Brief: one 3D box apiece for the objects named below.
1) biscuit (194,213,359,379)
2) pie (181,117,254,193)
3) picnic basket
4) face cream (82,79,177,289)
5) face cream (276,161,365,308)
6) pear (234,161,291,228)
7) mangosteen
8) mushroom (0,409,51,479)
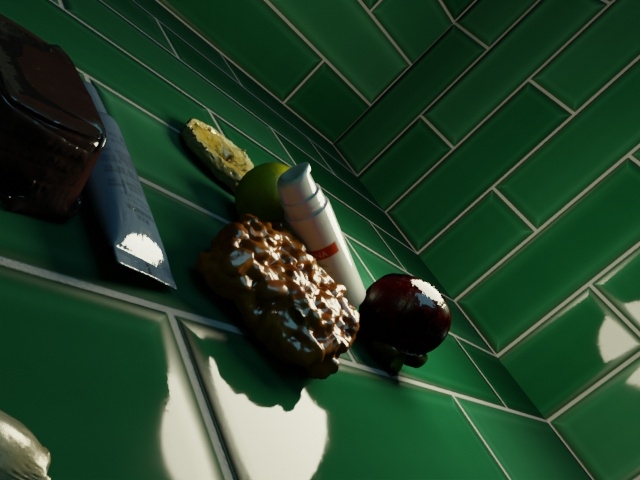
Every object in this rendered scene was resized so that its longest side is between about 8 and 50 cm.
[{"bbox_3d":[-0.062,0.088,1.012,0.312,0.110,0.318,47,13,0],"label":"biscuit"},{"bbox_3d":[-0.236,-0.202,1.413,0.274,0.055,0.274,43,14,-14],"label":"pie"},{"bbox_3d":[-0.402,-0.181,0.730,0.222,0.129,0.297,23,26,-54],"label":"picnic basket"},{"bbox_3d":[-0.318,-0.096,0.840,0.385,0.086,0.135,59,5,27],"label":"face cream"},{"bbox_3d":[0.000,0.000,1.194,0.102,0.102,0.345,-109,174,-59],"label":"face cream"},{"bbox_3d":[-0.098,-0.070,1.249,0.180,0.166,0.216,46,20,-48],"label":"pear"},{"bbox_3d":[0.185,0.187,1.311,0.216,0.216,0.216,43,15,-14],"label":"mangosteen"},{"bbox_3d":[-0.297,0.096,0.365,0.278,0.096,0.099,42,45,-12],"label":"mushroom"}]
